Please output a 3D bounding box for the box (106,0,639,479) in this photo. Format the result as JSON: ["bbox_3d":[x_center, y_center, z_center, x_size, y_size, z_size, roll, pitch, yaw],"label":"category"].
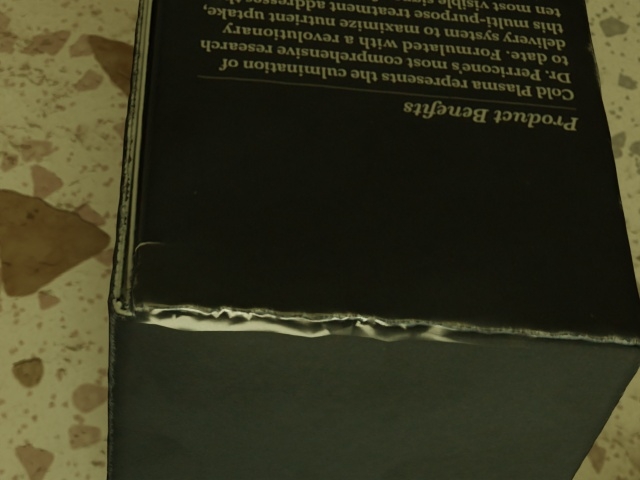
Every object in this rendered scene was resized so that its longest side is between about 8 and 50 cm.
[{"bbox_3d":[0.000,0.000,1.013,0.297,0.480,0.471,5,53,-5],"label":"box"}]
